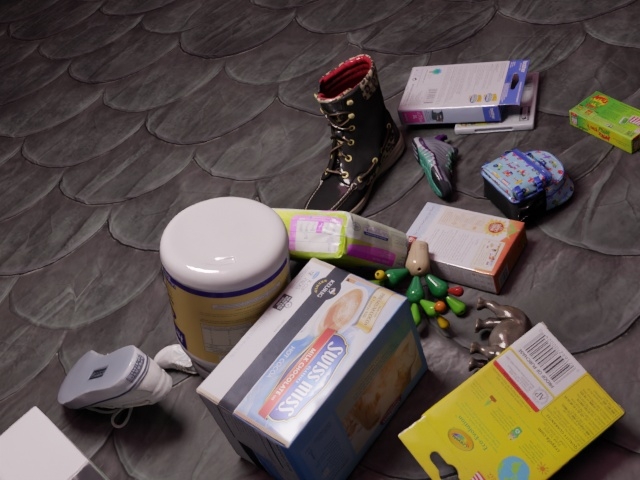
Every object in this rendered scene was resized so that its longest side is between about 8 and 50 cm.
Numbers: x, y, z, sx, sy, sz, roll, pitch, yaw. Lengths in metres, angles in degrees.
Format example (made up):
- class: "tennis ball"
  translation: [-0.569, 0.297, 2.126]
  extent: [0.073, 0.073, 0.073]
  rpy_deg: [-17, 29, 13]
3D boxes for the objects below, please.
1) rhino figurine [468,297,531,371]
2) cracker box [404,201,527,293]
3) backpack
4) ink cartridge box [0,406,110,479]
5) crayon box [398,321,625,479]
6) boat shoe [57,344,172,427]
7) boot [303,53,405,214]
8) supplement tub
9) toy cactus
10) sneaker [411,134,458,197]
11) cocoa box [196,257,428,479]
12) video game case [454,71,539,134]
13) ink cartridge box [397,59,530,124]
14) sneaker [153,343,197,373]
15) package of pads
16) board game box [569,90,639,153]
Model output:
- class: "rhino figurine"
  translation: [0.328, 0.218, 1.434]
  extent: [0.107, 0.073, 0.243]
  rpy_deg: [7, 52, 14]
- class: "cracker box"
  translation: [0.298, 0.012, 1.659]
  extent: [0.232, 0.067, 0.155]
  rpy_deg: [16, 55, 34]
- class: "backpack"
  translation: [0.457, -0.132, 1.702]
  extent: [0.173, 0.116, 0.158]
  rpy_deg: [-25, 43, -6]
- class: "ink cartridge box"
  translation: [-0.464, 0.473, 1.366]
  extent: [0.198, 0.270, 0.197]
  rpy_deg: [27, 61, 39]
- class: "crayon box"
  translation: [0.309, 0.310, 1.293]
  extent: [0.319, 0.081, 0.202]
  rpy_deg: [-34, 68, -12]
- class: "boat shoe"
  translation: [-0.411, 0.306, 1.620]
  extent: [0.367, 0.156, 0.135]
  rpy_deg: [-21, 38, 47]
- class: "boot"
  translation: [0.052, -0.230, 1.844]
  extent: [0.138, 0.284, 0.377]
  rpy_deg: [21, 57, 37]
- class: "supplement tub"
  translation: [-0.176, 0.107, 1.538]
  extent: [0.241, 0.331, 0.241]
  rpy_deg: [0, 42, 0]
- class: "toy cactus"
  translation: [0.189, 0.083, 1.563]
  extent: [0.219, 0.112, 0.180]
  rpy_deg: [7, 66, 4]
- class: "sneaker"
  translation: [0.292, -0.189, 1.857]
  extent: [0.098, 0.083, 0.223]
  rpy_deg: [-17, 42, -1]
- class: "cocoa box"
  translation: [-0.002, 0.252, 1.421]
  extent: [0.228, 0.231, 0.347]
  rpy_deg: [22, 58, 36]
- class: "video game case"
  translation: [0.452, -0.350, 1.992]
  extent: [0.194, 0.023, 0.212]
  rpy_deg: [-1, 47, 22]
- class: "ink cartridge box"
  translation: [0.367, -0.377, 1.991]
  extent: [0.311, 0.065, 0.185]
  rpy_deg: [0, 48, 26]
- class: "sneaker"
  translation: [-0.287, 0.255, 1.672]
  extent: [0.152, 0.053, 0.061]
  rpy_deg: [-13, 46, 9]
- class: "package of pads"
  translation: [0.000, 0.000, 1.646]
  extent: [0.297, 0.229, 0.101]
  rpy_deg: [4, 83, 40]
- class: "board game box"
  translation: [0.677, -0.275, 1.805]
  extent: [0.092, 0.043, 0.181]
  rpy_deg: [-35, 44, -14]
